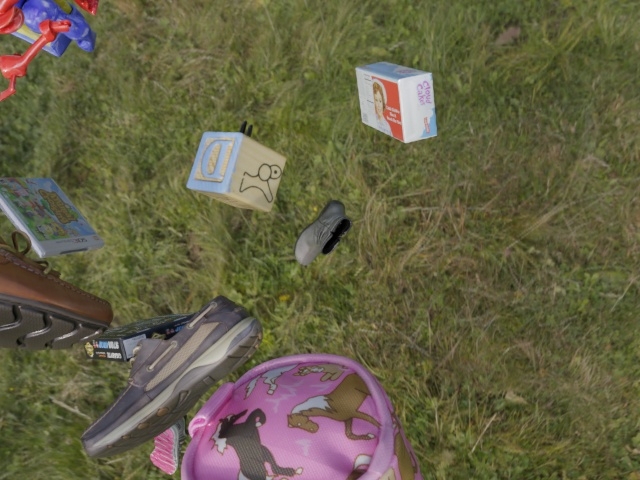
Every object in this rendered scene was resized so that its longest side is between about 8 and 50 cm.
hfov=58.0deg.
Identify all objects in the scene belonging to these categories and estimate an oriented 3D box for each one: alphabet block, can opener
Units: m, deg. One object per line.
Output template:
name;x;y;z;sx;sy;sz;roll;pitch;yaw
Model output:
alphabet block;-0.253;-0.209;1.762;0.194;0.197;0.192;13;84;42
can opener;-0.281;-0.360;2.084;0.059;0.186;0.073;31;49;-8

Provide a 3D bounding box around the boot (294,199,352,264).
boot;0.000;0.000;1.724;0.246;0.084;0.161;-55;19;21

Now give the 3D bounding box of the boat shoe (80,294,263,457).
boat shoe;-0.269;0.234;1.026;0.355;0.132;0.130;-37;68;-19

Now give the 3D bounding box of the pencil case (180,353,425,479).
pencil case;0.024;0.270;0.494;0.167;0.385;0.160;-20;32;-3

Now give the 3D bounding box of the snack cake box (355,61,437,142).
snack cake box;0.183;-0.351;1.439;0.089;0.152;0.264;-16;27;-13

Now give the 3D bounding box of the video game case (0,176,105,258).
video game case;-0.604;-0.056;1.276;0.023;0.193;0.212;-44;83;16

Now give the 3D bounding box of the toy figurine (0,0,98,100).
toy figurine;-0.405;-0.278;0.686;0.363;0.217;0.191;24;88;6

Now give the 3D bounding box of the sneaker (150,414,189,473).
sneaker;-0.303;0.412;1.190;0.063;0.170;0.075;22;36;13

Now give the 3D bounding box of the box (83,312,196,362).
box;-0.368;0.197;1.194;0.220;0.175;0.051;-11;92;49

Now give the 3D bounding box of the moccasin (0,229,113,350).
moccasin;-0.441;0.038;0.735;0.139;0.380;0.146;-36;44;33
